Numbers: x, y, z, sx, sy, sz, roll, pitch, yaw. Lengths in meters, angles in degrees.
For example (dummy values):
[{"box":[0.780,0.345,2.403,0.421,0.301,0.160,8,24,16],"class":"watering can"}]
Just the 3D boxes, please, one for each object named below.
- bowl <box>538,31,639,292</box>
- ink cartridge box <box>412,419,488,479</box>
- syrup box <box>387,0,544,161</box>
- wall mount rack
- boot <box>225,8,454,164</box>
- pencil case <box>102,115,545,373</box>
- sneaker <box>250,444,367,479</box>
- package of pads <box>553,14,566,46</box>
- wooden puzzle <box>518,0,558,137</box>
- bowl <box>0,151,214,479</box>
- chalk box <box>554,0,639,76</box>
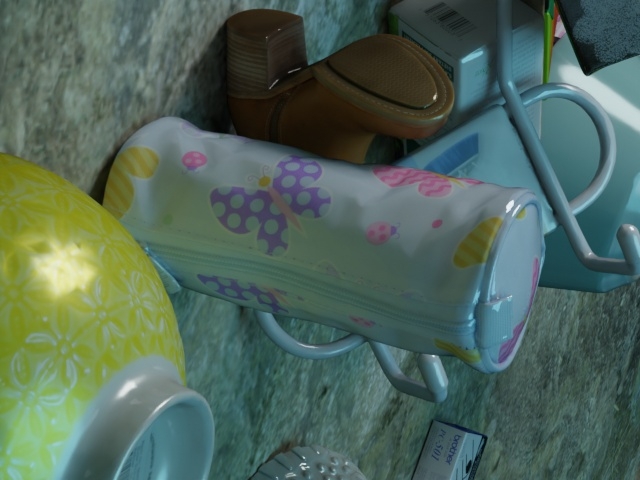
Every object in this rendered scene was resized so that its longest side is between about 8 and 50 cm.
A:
[{"box":[0.302,-0.066,1.723,0.311,0.163,0.311,-50,156,-31],"class":"bowl"},{"box":[0.127,0.311,1.816,0.097,0.046,0.207,24,85,-67],"class":"ink cartridge box"},{"box":[0.126,-0.105,1.378,0.096,0.093,0.237,-29,141,-22],"class":"syrup box"},{"box":[0.095,-0.061,1.219,0.350,0.130,0.304,-30,103,-19],"class":"wall mount rack"},{"box":[0.016,-0.061,1.054,0.073,0.197,0.152,-28,128,-31],"class":"boot"},{"box":[0.000,0.000,0.976,0.124,0.273,0.114,-26,125,-65],"class":"pencil case"},{"box":[-0.043,0.265,1.354,0.235,0.090,0.095,-42,157,-45],"class":"sneaker"},{"box":[0.272,-0.227,1.741,0.083,0.032,0.050,-54,154,-35],"class":"package of pads"},{"box":[0.195,-0.238,1.424,0.221,0.044,0.239,82,11,-48],"class":"wooden puzzle"},{"box":[-0.151,0.109,0.856,0.289,0.156,0.289,-49,149,-44],"class":"bowl"},{"box":[0.225,-0.253,1.215,0.132,0.132,0.213,-52,121,-72],"class":"chalk box"}]
